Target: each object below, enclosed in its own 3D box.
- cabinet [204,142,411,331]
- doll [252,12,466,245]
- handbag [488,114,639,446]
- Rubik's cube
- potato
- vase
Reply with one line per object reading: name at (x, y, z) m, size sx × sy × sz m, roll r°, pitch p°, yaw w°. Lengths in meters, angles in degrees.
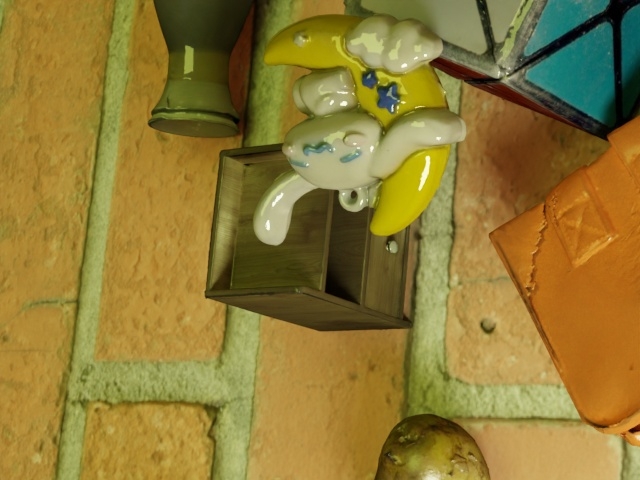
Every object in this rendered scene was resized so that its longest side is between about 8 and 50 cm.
cabinet at (0.000, 0.000, 1.978) m, size 0.148 × 0.215 × 0.175 m, roll -4°, pitch 74°, yaw 37°
doll at (0.031, -0.115, 1.781) m, size 0.252 × 0.111 × 0.237 m, roll -3°, pitch 101°, yaw 27°
handbag at (0.390, -0.005, 1.730) m, size 0.410 × 0.116 × 0.303 m, roll -39°, pitch 53°, yaw 24°
Rubik's cube at (0.223, -0.283, 1.846) m, size 0.255 × 0.259 × 0.260 m, roll 27°, pitch 96°, yaw 39°
potato at (0.116, 0.272, 1.869) m, size 0.137 × 0.137 × 0.176 m, roll 41°, pitch 126°, yaw 39°
vase at (-0.151, -0.299, 2.229) m, size 0.173 × 0.173 × 0.321 m, roll -3°, pitch 83°, yaw 39°
